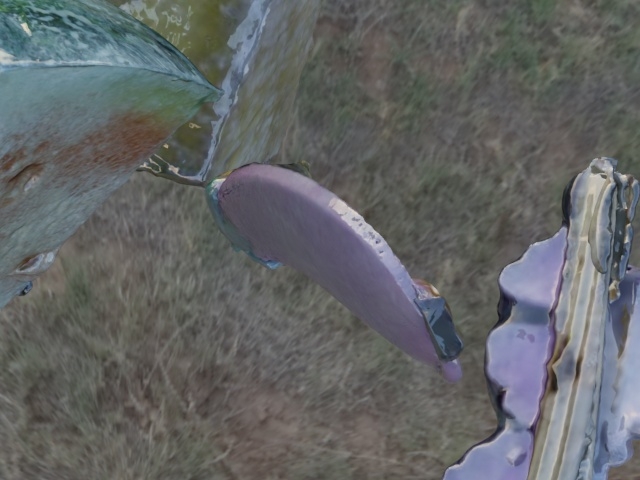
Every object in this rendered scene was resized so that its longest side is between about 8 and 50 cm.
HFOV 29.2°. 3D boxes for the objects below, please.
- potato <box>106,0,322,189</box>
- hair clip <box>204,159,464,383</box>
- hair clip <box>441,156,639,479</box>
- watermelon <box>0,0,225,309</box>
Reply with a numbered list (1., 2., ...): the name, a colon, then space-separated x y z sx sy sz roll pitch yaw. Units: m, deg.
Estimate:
1. potato: -0.117 -0.194 1.138 0.189 0.211 0.264 29 117 11
2. hair clip: -0.001 -0.002 0.839 0.095 0.358 0.110 0 105 -19
3. hair clip: 0.104 0.106 0.554 0.106 0.084 0.292 6 79 37
4. watermelon: -0.243 -0.043 0.733 0.228 0.387 0.258 12 87 -49
